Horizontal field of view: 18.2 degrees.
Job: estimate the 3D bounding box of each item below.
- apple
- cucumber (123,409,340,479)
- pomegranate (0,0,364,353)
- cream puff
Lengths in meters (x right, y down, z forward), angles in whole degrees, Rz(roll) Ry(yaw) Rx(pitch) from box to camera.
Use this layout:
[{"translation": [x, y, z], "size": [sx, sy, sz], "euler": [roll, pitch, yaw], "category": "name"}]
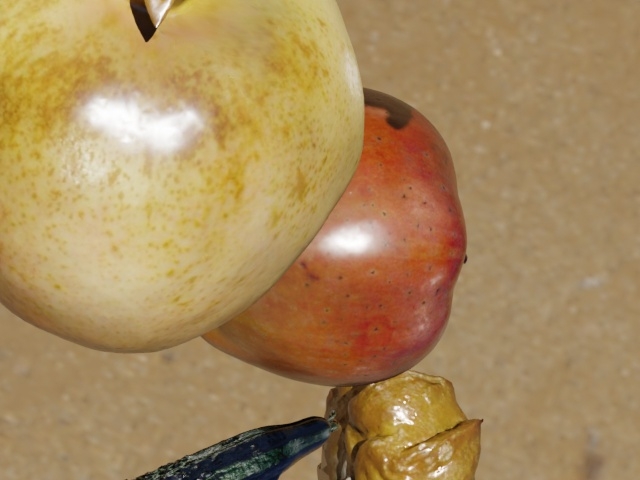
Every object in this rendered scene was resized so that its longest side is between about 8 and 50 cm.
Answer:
[{"translation": [0.001, 0.001, 1.488], "size": [0.234, 0.234, 0.234], "euler": [-24, 123, -45], "category": "apple"}, {"translation": [-0.045, 0.135, 1.202], "size": [0.163, 0.043, 0.039], "euler": [-17, 92, -32], "category": "cucumber"}, {"translation": [-0.115, -0.087, 1.220], "size": [0.319, 0.319, 0.319], "euler": [-24, 123, -45], "category": "pomegranate"}, {"translation": [0.077, 0.245, 1.986], "size": [0.155, 0.241, 0.269], "euler": [-10, 87, -13], "category": "cream puff"}]
